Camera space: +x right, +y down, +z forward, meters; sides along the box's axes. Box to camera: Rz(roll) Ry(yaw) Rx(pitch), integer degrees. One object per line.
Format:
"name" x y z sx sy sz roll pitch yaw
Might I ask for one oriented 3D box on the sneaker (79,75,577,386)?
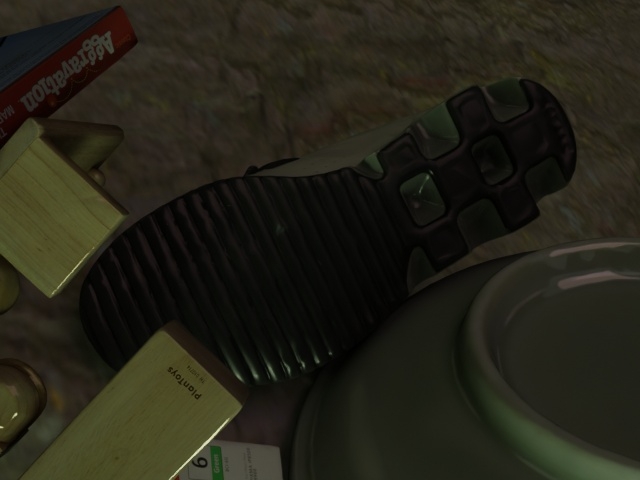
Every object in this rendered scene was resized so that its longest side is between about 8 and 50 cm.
"sneaker" 0.000 0.000 0.603 0.330 0.146 0.122 -23 95 -23

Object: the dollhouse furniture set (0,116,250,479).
"dollhouse furniture set" -0.112 0.044 0.465 0.151 0.144 0.123 43 7 -1

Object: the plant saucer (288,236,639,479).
"plant saucer" 0.180 0.092 0.496 0.400 0.100 0.400 -2 31 1

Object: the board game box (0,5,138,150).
"board game box" -0.215 -0.034 0.440 0.281 0.145 0.027 -58 135 -49

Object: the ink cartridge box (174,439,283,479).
"ink cartridge box" -0.073 0.133 0.476 0.115 0.029 0.063 14 48 -29
